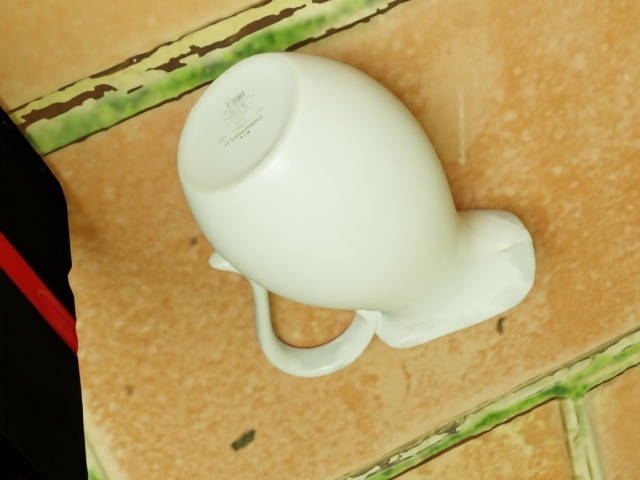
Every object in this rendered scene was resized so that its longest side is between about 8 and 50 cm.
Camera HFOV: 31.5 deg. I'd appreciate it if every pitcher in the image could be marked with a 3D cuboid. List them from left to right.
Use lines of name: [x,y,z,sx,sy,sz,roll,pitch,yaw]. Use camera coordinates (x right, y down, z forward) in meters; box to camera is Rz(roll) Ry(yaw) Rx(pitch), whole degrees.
pitcher: [0.000,0.000,0.644,0.177,0.125,0.207,-38,135,17]

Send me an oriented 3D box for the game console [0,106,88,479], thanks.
game console: [-0.207,-0.066,0.387,0.060,0.342,0.387,-30,123,3]
